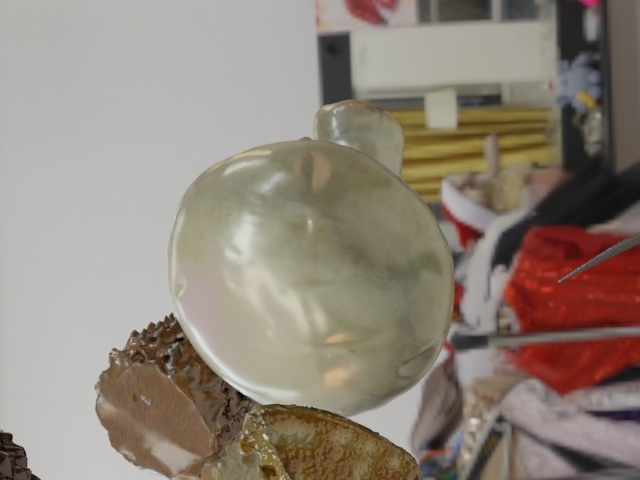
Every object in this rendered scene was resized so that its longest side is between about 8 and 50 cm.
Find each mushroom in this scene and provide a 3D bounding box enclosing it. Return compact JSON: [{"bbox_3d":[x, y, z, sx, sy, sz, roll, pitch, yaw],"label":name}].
[{"bbox_3d":[-0.010,0.009,1.290,0.315,0.315,0.356,38,-123,-83],"label":"mushroom"}]

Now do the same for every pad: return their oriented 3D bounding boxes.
[{"bbox_3d":[0.360,-0.024,1.207,0.004,0.243,0.163,64,166,9],"label":"pad"}]

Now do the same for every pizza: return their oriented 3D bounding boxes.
[{"bbox_3d":[0.008,0.240,1.070,0.062,0.188,0.199,-54,21,36],"label":"pizza"}]

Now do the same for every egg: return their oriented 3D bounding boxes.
[{"bbox_3d":[-0.167,0.346,2.069,0.195,0.195,0.233,48,-133,-82],"label":"egg"}]

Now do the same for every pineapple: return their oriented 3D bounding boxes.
[{"bbox_3d":[-0.145,0.169,1.732,0.357,0.223,0.223,-40,-47,-53],"label":"pineapple"}]

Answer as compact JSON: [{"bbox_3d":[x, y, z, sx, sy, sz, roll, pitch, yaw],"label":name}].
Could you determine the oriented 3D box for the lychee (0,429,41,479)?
[{"bbox_3d":[-0.291,0.196,0.686,0.271,0.271,0.271,-1,-90,-85],"label":"lychee"}]
